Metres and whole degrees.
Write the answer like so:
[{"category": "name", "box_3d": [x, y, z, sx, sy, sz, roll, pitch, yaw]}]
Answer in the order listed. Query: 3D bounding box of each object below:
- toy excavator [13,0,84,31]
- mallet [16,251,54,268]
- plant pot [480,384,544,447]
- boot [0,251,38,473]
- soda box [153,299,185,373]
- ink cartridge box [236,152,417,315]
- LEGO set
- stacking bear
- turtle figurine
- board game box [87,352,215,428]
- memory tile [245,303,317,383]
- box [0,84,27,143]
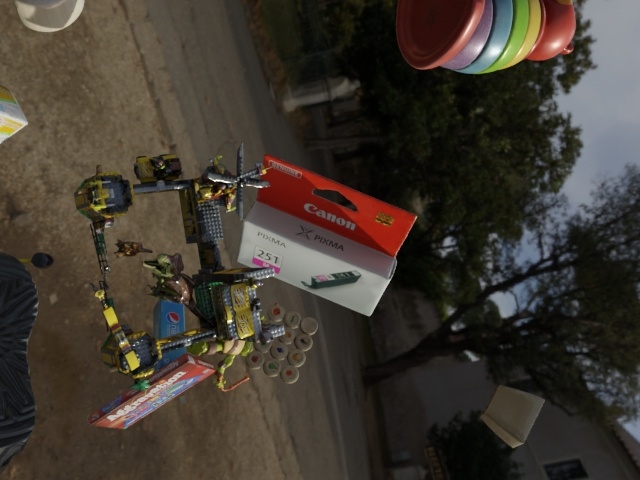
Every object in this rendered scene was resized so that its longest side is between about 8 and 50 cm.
[{"category": "toy excavator", "box_3d": [-0.687, -0.492, 0.967, 0.433, 0.445, 0.222, 57, -18, 2]}, {"category": "mallet", "box_3d": [-0.727, 0.046, 1.376, 0.062, 0.189, 0.039, 166, -75, -72]}, {"category": "plant pot", "box_3d": [0.422, 0.386, 1.323, 0.109, 0.096, 0.109, -55, 162, -18]}, {"category": "boot", "box_3d": [-0.575, 0.287, 0.916, 0.445, 0.146, 0.367, -55, -140, 30]}, {"category": "soda box", "box_3d": [-0.404, 0.256, 1.574, 0.071, 0.067, 0.210, -51, -142, 40]}, {"category": "ink cartridge box", "box_3d": [0.000, 0.000, 1.020, 0.239, 0.275, 0.060, 109, 5, -51]}, {"category": "LEGO set", "box_3d": [-0.182, 0.032, 0.797, 0.192, 0.255, 0.331, -5, -93, 52]}, {"category": "stacking bear", "box_3d": [0.279, -0.344, 0.923, 0.175, 0.289, 0.164, 65, -33, 32]}, {"category": "turtle figurine", "box_3d": [-0.231, 0.247, 1.511, 0.087, 0.269, 0.217, 31, -3, 39]}, {"category": "board game box", "box_3d": [-0.407, 0.371, 1.437, 0.027, 0.281, 0.145, 59, 4, 28]}, {"category": "memory tile", "box_3d": [-0.076, 0.207, 1.192, 0.012, 0.113, 0.148, 115, -1, -59]}, {"category": "box", "box_3d": [-0.759, -0.249, 1.263, 0.103, 0.203, 0.114, 58, 6, 9]}]
